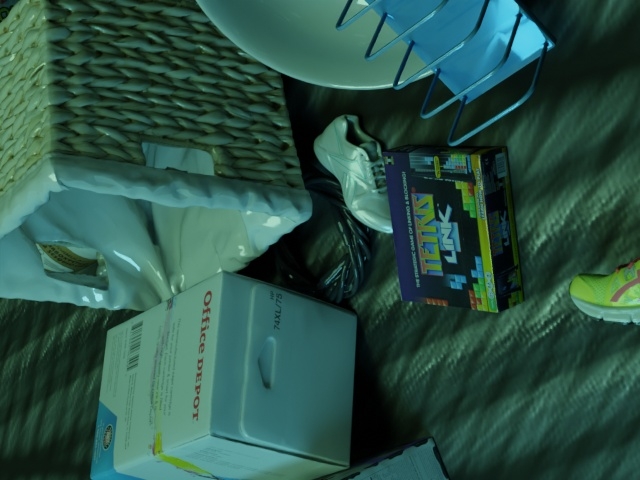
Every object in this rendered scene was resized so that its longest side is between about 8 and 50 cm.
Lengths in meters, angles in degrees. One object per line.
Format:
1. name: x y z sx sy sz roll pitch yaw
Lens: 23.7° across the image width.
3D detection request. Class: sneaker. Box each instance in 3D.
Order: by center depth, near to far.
1. sneaker: 0.325 0.031 1.421 0.208 0.081 0.094 -1 97 41
2. sneaker: 0.049 -0.074 1.692 0.152 0.053 0.061 55 134 18

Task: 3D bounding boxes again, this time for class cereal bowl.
1. cereal bowl: 0.029 -0.324 1.505 0.339 0.141 0.339 10 132 12

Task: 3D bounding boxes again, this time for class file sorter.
1. file sorter: 0.114 -0.190 1.421 0.170 0.104 0.118 43 130 -18

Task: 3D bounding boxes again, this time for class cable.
1. cable: 0.000 0.000 1.786 0.150 0.047 0.184 22 122 33

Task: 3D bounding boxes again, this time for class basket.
1. basket: -0.239 -0.095 1.761 0.331 0.328 0.266 -37 55 48

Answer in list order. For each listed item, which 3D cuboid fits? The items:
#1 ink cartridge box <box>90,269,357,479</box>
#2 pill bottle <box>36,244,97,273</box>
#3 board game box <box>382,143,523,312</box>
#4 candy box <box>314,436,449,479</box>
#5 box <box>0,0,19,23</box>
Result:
1. ink cartridge box: -0.115 0.185 1.808 0.270 0.197 0.198 -27 52 49
2. pill bottle: -0.320 -0.032 2.049 0.229 0.131 0.131 -22 88 49
3. board game box: 0.140 -0.015 1.619 0.141 0.048 0.170 4 107 46
4. candy box: 0.023 0.303 1.751 0.165 0.196 0.070 -27 84 49
5. box: -0.427 -0.336 1.995 0.036 0.207 0.114 16 117 43
